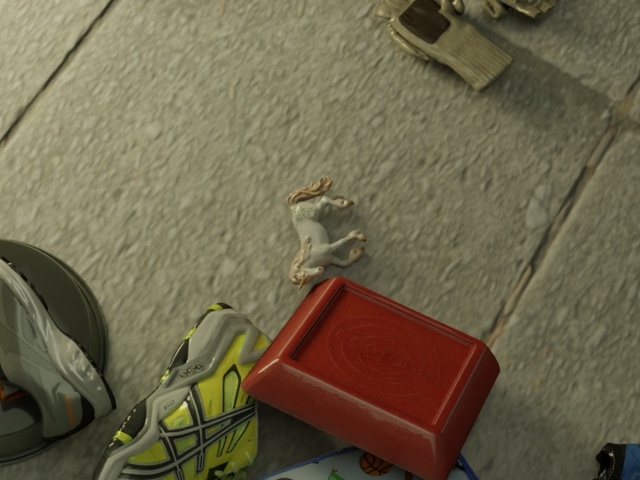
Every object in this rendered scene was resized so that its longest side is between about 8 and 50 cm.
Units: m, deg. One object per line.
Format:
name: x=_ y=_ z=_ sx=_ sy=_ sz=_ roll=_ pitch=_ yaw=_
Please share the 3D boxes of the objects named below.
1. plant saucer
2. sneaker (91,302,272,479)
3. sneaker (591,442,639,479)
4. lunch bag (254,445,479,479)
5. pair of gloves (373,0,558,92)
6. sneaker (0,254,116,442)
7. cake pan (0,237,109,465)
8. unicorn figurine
plant saucer: x=0.071 y=0.147 z=1.818 sx=0.258 sy=0.048 sz=0.259 roll=25 pitch=33 yaw=9
sneaker: x=-0.154 y=0.243 z=1.760 sx=0.147 sy=0.145 sz=0.385 roll=31 pitch=60 yaw=4
sneaker: x=0.369 y=0.317 z=1.862 sx=0.084 sy=0.058 sz=0.152 roll=8 pitch=62 yaw=-10
lunch bag: x=0.067 y=0.346 z=1.734 sx=0.303 sy=0.115 sz=0.243 roll=-16 pitch=44 yaw=-15
pair of gloves: x=0.203 y=-0.327 z=2.119 sx=0.204 sy=0.042 sz=0.240 roll=33 pitch=65 yaw=10
sneaker: x=-0.352 y=0.113 z=1.772 sx=0.108 sy=0.100 sz=0.271 roll=-37 pitch=77 yaw=-14
cake pan: x=-0.401 y=0.124 z=1.842 sx=0.293 sy=0.054 sz=0.293 roll=3 pitch=68 yaw=-7
unicorn figurine: x=0.000 y=0.000 z=1.952 sx=0.111 sy=0.060 sz=0.162 roll=-15 pitch=54 yaw=-13
